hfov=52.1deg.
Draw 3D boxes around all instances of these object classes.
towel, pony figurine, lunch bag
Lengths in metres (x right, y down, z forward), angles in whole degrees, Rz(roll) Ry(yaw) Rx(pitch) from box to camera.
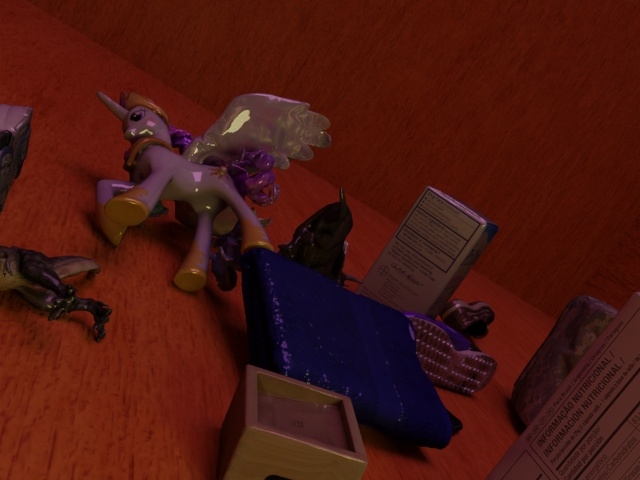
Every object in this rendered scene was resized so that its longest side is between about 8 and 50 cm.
[{"bbox_3d":[0.027,0.148,0.858,0.308,0.076,0.228,29,29,-35],"label":"towel"},{"bbox_3d":[-0.175,-0.087,0.994,0.350,0.303,0.364,18,32,-27],"label":"pony figurine"},{"bbox_3d":[0.517,0.271,1.268,0.212,0.305,0.256,35,7,18],"label":"lunch bag"}]

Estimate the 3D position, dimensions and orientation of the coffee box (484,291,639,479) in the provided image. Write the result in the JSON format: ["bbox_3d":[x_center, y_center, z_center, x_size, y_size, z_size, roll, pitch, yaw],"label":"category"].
[{"bbox_3d":[0.380,0.311,0.586,0.337,0.338,0.334,28,12,-28],"label":"coffee box"}]

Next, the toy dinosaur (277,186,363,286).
[{"bbox_3d":[0.000,0.000,1.168,0.121,0.314,0.160,27,46,23],"label":"toy dinosaur"}]

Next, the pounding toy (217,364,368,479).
[{"bbox_3d":[-0.019,0.203,0.588,0.141,0.100,0.130,21,13,-11],"label":"pounding toy"}]

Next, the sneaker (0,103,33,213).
[{"bbox_3d":[-0.412,-0.098,0.741,0.129,0.111,0.297,12,15,-21],"label":"sneaker"}]

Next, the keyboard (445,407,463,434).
[{"bbox_3d":[0.142,0.240,1.032,0.180,0.023,0.108,38,5,25],"label":"keyboard"}]

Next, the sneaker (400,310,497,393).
[{"bbox_3d":[0.192,0.190,1.215,0.293,0.102,0.146,32,7,-39],"label":"sneaker"}]

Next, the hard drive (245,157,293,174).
[{"bbox_3d":[-0.104,-0.166,1.114,0.022,0.135,0.094,-80,149,-51],"label":"hard drive"}]

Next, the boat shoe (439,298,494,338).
[{"bbox_3d":[0.397,0.219,1.711,0.257,0.095,0.095,10,39,-51],"label":"boat shoe"}]

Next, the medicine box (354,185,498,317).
[{"bbox_3d":[0.238,0.045,1.430,0.149,0.289,0.263,37,12,17],"label":"medicine box"}]

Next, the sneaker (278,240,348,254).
[{"bbox_3d":[-0.012,0.019,1.368,0.085,0.086,0.237,39,14,18],"label":"sneaker"}]

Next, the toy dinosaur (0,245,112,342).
[{"bbox_3d":[-0.262,0.042,0.626,0.118,0.064,0.268,31,6,19],"label":"toy dinosaur"}]
